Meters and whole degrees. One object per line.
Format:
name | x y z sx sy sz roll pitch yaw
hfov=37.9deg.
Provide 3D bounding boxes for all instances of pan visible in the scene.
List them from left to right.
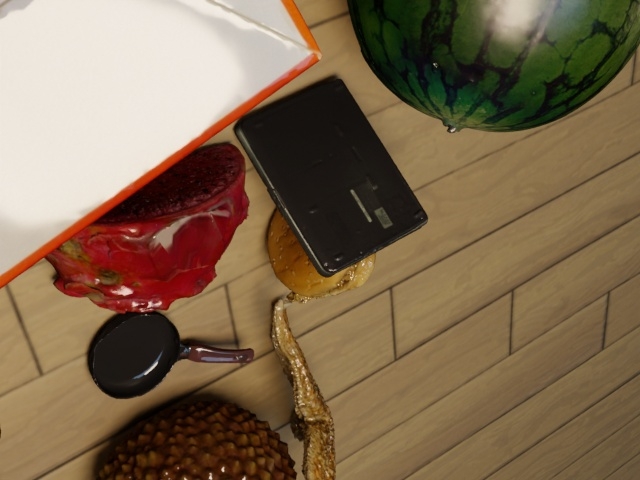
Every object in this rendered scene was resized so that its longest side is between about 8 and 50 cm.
pan | -0.179 0.134 1.134 0.212 0.040 0.115 2 114 -33

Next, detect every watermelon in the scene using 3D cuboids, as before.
watermelon | 0.188 -0.288 0.975 0.363 0.363 0.363 -20 127 -29

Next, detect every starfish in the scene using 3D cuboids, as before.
starfish | -0.012 0.234 1.190 0.060 0.302 0.299 -10 144 -6

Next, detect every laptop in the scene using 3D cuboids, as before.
laptop | 0.013 -0.076 1.070 0.154 0.207 0.026 -27 170 -24

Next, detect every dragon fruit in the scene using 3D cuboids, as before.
dragon fruit | -0.180 -0.003 0.990 0.261 0.189 0.163 -17 95 -27

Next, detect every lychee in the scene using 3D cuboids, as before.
lychee | -0.137 0.329 1.143 0.267 0.267 0.268 -20 127 -29

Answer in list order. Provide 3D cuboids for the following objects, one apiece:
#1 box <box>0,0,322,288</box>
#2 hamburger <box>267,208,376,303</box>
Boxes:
box | -0.247 -0.187 0.672 0.348 0.257 0.319 -37 121 -4
hamburger | 0.000 0.000 1.128 0.083 0.138 0.147 18 66 -41
